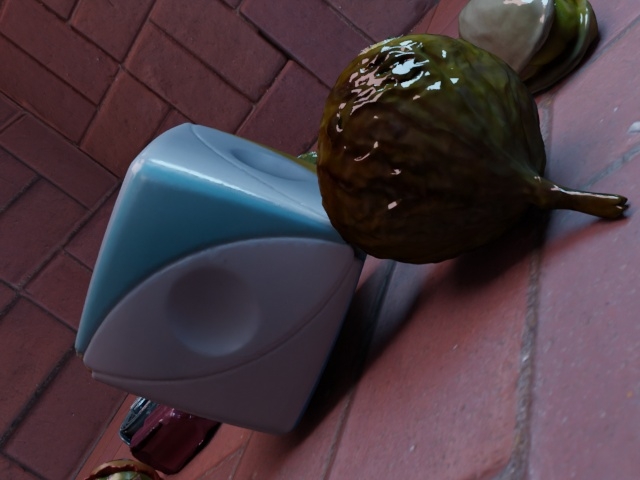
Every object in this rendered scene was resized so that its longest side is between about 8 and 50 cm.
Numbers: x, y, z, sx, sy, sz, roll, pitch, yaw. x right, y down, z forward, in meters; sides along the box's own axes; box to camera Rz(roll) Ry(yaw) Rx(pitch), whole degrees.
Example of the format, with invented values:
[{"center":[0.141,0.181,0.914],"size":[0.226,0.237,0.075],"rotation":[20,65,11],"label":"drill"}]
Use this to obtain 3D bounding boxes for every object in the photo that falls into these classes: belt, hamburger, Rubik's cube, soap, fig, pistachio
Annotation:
[{"center":[-0.455,0.459,1.968],"size":[0.206,0.116,0.267],"rotation":[-37,16,42],"label":"belt"},{"center":[-0.386,0.518,1.367],"size":[0.175,0.175,0.137],"rotation":[-49,23,20],"label":"hamburger"},{"center":[-0.133,0.043,1.092],"size":[0.347,0.352,0.352],"rotation":[-79,12,-73],"label":"Rubik's cube"},{"center":[-0.303,0.390,1.541],"size":[0.289,0.112,0.182],"rotation":[-47,12,28],"label":"soap"},{"center":[0.170,-0.089,0.791],"size":[0.286,0.286,0.368],"rotation":[-54,33,-7],"label":"fig"},{"center":[0.312,-0.327,1.130],"size":[0.288,0.166,0.197],"rotation":[-110,35,-73],"label":"pistachio"}]

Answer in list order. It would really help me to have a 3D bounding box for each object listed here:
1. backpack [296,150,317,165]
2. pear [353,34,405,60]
[{"center":[-0.039,-0.109,1.846],"size":[0.253,0.207,0.140],"rotation":[-48,-3,-13],"label":"backpack"},{"center":[0.186,-0.366,1.800],"size":[0.267,0.266,0.178],"rotation":[-42,39,46],"label":"pear"}]
